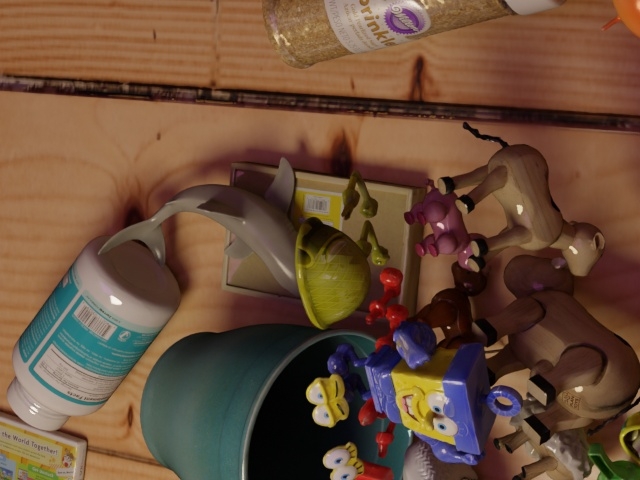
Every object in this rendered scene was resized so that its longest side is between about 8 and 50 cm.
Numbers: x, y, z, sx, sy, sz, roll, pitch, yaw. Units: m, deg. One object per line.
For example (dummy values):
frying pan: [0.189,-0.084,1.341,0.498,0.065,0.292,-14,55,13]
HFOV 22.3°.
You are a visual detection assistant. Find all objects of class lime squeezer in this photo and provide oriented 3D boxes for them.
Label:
lime squeezer: [0.338,0.314,1.778,0.059,0.110,0.310,-10,121,8]

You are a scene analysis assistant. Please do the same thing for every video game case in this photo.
video game case: [-0.433,0.355,2.302,0.227,0.026,0.206,13,100,32]

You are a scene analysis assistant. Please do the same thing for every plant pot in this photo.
plant pot: [-0.073,0.217,1.940,0.255,0.272,0.271,12,100,45]

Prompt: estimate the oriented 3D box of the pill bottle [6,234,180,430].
pill bottle: [-0.309,0.130,2.136,0.146,0.146,0.264,49,116,20]

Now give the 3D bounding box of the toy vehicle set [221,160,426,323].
toy vehicle set: [0.000,0.000,1.998,0.267,0.035,0.166,10,99,31]

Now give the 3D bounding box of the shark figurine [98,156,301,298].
shark figurine: [-0.140,-0.030,1.998,0.278,0.116,0.166,10,97,29]

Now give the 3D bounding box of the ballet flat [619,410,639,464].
ballet flat: [0.412,0.268,1.735,0.231,0.077,0.077,41,112,23]

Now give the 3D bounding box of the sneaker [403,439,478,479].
sneaker: [0.109,0.422,1.899,0.210,0.137,0.365,-16,88,29]

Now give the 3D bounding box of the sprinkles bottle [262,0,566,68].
sprinkles bottle: [0.107,-0.289,1.862,0.355,0.121,0.121,-10,88,33]

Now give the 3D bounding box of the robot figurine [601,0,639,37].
robot figurine: [0.394,-0.276,1.677,0.219,0.128,0.158,-15,85,32]

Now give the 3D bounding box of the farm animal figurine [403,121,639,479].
farm animal figurine: [0.237,0.068,1.754,0.326,0.172,0.330,56,157,24]

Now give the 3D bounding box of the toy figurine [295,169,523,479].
toy figurine: [0.120,0.119,1.725,0.217,0.191,0.362,11,130,30]
